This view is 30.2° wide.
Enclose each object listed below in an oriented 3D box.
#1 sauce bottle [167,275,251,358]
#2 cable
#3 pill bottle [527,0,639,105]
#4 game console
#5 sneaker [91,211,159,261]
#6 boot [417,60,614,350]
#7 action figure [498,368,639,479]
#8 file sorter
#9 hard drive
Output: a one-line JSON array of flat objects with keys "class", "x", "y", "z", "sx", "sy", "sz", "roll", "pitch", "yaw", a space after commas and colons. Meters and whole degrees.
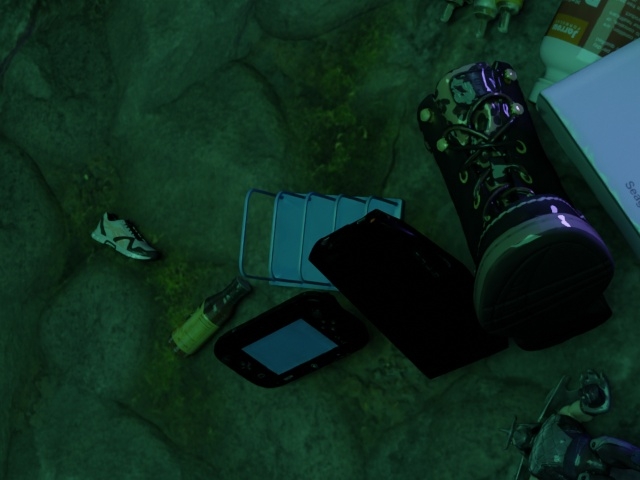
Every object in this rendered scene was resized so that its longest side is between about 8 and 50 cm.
[{"class": "sauce bottle", "x": -0.141, "y": 0.097, "z": 1.525, "sx": 0.128, "sy": 0.042, "sz": 0.042, "roll": -43, "pitch": 69, "yaw": 13}, {"class": "cable", "x": 0.222, "y": -0.380, "z": 1.408, "sx": 0.139, "sy": 0.072, "sz": 0.287, "roll": 23, "pitch": 83, "yaw": 42}, {"class": "pill bottle", "x": 0.315, "y": -0.230, "z": 1.296, "sx": 0.121, "sy": 0.121, "sz": 0.216, "roll": 29, "pitch": 97, "yaw": 24}, {"class": "game console", "x": 0.028, "y": 0.101, "z": 1.378, "sx": 0.361, "sy": 0.044, "sz": 0.213, "roll": -29, "pitch": 115, "yaw": 39}, {"class": "sneaker", "x": -0.259, "y": -0.004, "z": 1.590, "sx": 0.109, "sy": 0.040, "sz": 0.043, "roll": 25, "pitch": 94, "yaw": 25}, {"class": "boot", "x": 0.189, "y": -0.051, "z": 1.212, "sx": 0.138, "sy": 0.377, "sz": 0.284, "roll": -25, "pitch": 70, "yaw": 13}, {"class": "action figure", "x": 0.290, "y": 0.233, "z": 1.239, "sx": 0.285, "sy": 0.099, "sz": 0.185, "roll": 15, "pitch": 88, "yaw": 52}, {"class": "file sorter", "x": 0.000, "y": 0.000, "z": 1.432, "sx": 0.170, "sy": 0.104, "sz": 0.118, "roll": 4, "pitch": 87, "yaw": 25}, {"class": "hard drive", "x": 0.431, "y": -0.135, "z": 1.198, "sx": 0.353, "sy": 0.047, "sz": 0.233, "roll": -29, "pitch": 72, "yaw": -5}]
